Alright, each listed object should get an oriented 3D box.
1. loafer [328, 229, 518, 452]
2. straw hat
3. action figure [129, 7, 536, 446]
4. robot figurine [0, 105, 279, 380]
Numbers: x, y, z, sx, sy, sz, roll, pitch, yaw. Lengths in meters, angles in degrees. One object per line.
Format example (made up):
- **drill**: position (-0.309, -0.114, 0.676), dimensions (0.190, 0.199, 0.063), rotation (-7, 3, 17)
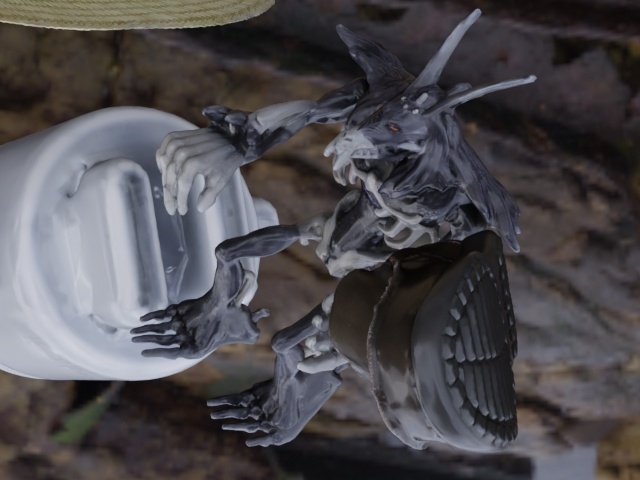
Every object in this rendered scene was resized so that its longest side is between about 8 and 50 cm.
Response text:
- **loafer**: position (0.042, 0.045, 0.637), dimensions (0.078, 0.080, 0.220), rotation (-10, -177, 11)
- **straw hat**: position (-0.086, -0.127, 0.573), dimensions (0.145, 0.144, 0.061), rotation (3, 112, -4)
- **action figure**: position (0.000, 0.000, 0.790), dimensions (0.141, 0.164, 0.275), rotation (-21, 153, -46)
- **robot figurine**: position (-0.182, 0.009, 1.146), dimensions (0.300, 0.199, 0.353), rotation (-5, 178, -31)
